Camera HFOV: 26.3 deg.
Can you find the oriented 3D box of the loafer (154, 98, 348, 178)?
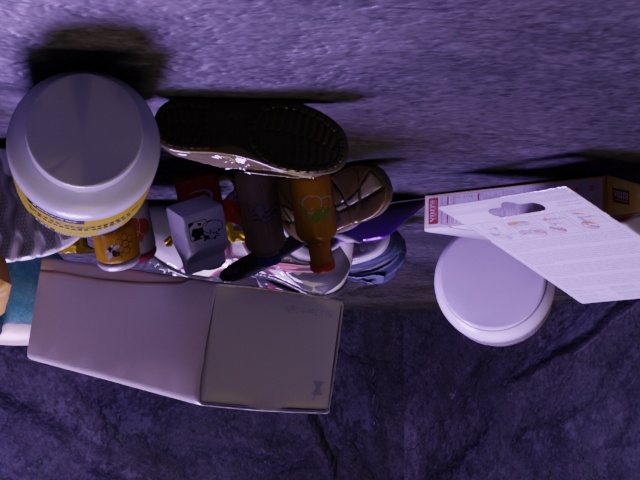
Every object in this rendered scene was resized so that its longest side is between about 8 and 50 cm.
[{"bbox_3d":[-0.052,-0.079,1.037,0.148,0.056,0.050,11,174,-6],"label":"loafer"}]

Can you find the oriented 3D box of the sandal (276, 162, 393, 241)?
[{"bbox_3d":[0.016,-0.042,1.374,0.049,0.072,0.180,-23,-173,-41],"label":"sandal"}]

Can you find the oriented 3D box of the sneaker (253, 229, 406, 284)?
[{"bbox_3d":[0.000,0.015,1.772,0.226,0.086,0.163,-3,171,18],"label":"sneaker"}]

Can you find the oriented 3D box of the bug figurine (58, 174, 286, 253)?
[{"bbox_3d":[-0.181,-0.026,1.443,0.279,0.072,0.216,-4,-179,-7],"label":"bug figurine"}]

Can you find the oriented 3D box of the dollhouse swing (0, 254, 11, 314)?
[{"bbox_3d":[-0.488,-0.014,1.136,0.305,0.315,0.347,-40,150,8],"label":"dollhouse swing"}]

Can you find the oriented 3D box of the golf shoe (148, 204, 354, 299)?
[{"bbox_3d":[-0.093,-0.005,1.620,0.273,0.105,0.120,17,126,-10],"label":"golf shoe"}]

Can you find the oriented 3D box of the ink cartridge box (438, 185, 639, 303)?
[{"bbox_3d":[0.267,-0.011,1.385,0.232,0.066,0.189,35,155,-28],"label":"ink cartridge box"}]

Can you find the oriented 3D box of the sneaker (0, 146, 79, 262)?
[{"bbox_3d":[-0.316,-0.044,1.272,0.281,0.105,0.115,4,-168,29],"label":"sneaker"}]

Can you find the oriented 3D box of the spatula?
[{"bbox_3d":[0.000,0.000,1.496,0.084,0.030,0.296,-4,-171,46],"label":"spatula"}]

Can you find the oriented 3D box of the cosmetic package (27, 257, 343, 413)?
[{"bbox_3d":[-0.140,0.090,1.345,0.160,0.113,0.309,11,176,-42],"label":"cosmetic package"}]

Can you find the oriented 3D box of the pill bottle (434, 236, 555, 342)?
[{"bbox_3d":[0.236,0.059,1.847,0.160,0.160,0.283,-1,174,8],"label":"pill bottle"}]

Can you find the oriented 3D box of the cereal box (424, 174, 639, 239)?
[{"bbox_3d":[0.259,-0.030,1.520,0.240,0.047,0.173,-6,170,44],"label":"cereal box"}]

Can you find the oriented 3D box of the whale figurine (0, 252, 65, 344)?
[{"bbox_3d":[-0.337,0.037,1.512,0.272,0.141,0.216,19,-156,-1],"label":"whale figurine"}]

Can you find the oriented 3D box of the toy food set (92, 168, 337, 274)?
[{"bbox_3d":[-0.103,0.000,1.283,0.232,0.104,0.111,-19,-156,-25],"label":"toy food set"}]

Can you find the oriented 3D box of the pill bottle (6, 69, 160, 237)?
[{"bbox_3d":[-0.165,-0.060,0.952,0.103,0.103,0.184,1,174,-10],"label":"pill bottle"}]
